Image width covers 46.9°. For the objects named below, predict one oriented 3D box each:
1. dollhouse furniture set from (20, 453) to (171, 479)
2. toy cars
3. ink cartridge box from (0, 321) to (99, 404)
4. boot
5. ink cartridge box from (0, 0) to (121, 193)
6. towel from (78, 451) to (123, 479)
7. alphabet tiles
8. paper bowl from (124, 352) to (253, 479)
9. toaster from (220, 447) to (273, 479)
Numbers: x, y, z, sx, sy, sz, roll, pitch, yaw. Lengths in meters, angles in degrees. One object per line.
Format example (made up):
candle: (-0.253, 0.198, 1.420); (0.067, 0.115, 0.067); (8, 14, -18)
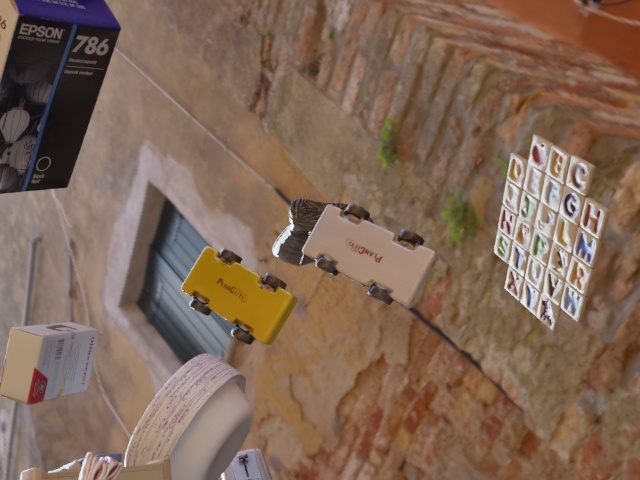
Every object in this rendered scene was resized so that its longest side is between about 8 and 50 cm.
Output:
dollhouse furniture set: (-0.369, 0.456, 1.049); (0.198, 0.286, 0.303); (10, -28, -41)
toy cars: (-0.016, 0.056, 1.047); (0.394, 0.176, 0.087); (-18, -28, 22)
ink cartridge box: (-0.506, 0.226, 1.384); (0.175, 0.073, 0.127); (11, -90, -73)
boot: (0.002, -0.002, 1.523); (0.208, 0.190, 0.076); (107, 180, -56)
ink cartridge box: (-0.376, -0.216, 0.989); (0.165, 0.065, 0.332); (-14, -45, -55)
towel: (-0.211, 0.261, 0.640); (0.029, 0.144, 0.197); (17, -23, -13)
alphabet tiles: (0.427, -0.013, 1.403); (0.011, 0.285, 0.342); (-7, -61, -19)
paper bowl: (-0.242, 0.380, 1.465); (0.284, 0.148, 0.284); (-53, -16, -23)
toaster: (-0.182, 0.629, 1.848); (0.129, 0.146, 0.226); (-10, -48, -13)
